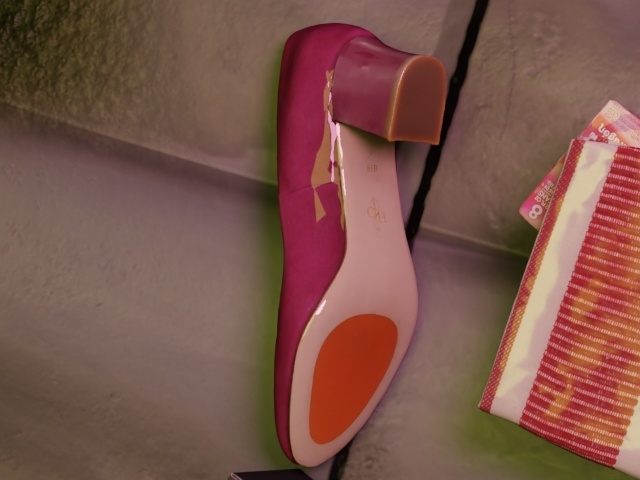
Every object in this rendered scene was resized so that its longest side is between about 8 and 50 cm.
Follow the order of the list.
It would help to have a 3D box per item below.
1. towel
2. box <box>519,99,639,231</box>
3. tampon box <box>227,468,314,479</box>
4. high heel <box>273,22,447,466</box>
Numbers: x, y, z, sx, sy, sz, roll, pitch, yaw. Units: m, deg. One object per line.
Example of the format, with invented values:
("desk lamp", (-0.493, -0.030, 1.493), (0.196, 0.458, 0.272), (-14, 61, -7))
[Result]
("towel", (0.303, 0.079, 1.248), (0.329, 0.037, 0.237), (21, 96, 23))
("box", (0.298, 0.018, 1.342), (0.257, 0.128, 0.123), (42, 98, 19))
("tampon box", (-0.038, 0.269, 1.417), (0.101, 0.161, 0.120), (34, 96, 20))
("high heel", (0.000, 0.000, 1.489), (0.181, 0.127, 0.377), (22, 96, 50))
